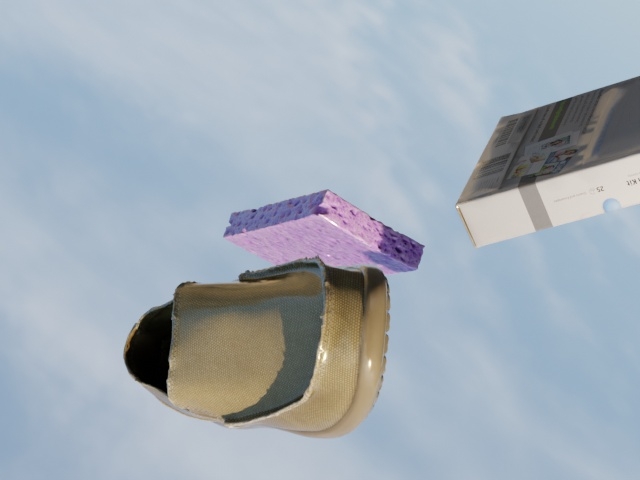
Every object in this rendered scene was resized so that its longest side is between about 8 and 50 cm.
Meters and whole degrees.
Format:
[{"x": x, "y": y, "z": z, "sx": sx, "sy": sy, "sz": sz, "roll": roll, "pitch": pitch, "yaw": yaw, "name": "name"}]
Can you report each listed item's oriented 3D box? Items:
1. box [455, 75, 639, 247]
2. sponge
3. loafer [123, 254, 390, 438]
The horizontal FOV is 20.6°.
[{"x": 0.195, "y": -0.065, "z": 1.174, "sx": 0.038, "sy": 0.186, "sz": 0.145, "roll": 63, "pitch": -152, "yaw": -19, "name": "box"}, {"x": 0.000, "y": 0.000, "z": 1.693, "sx": 0.117, "sy": 0.031, "sz": 0.210, "roll": 28, "pitch": 162, "yaw": -23, "name": "sponge"}, {"x": -0.024, "y": 0.038, "z": 0.581, "sx": 0.050, "sy": 0.148, "sz": 0.056, "roll": 9, "pitch": -107, "yaw": -24, "name": "loafer"}]
